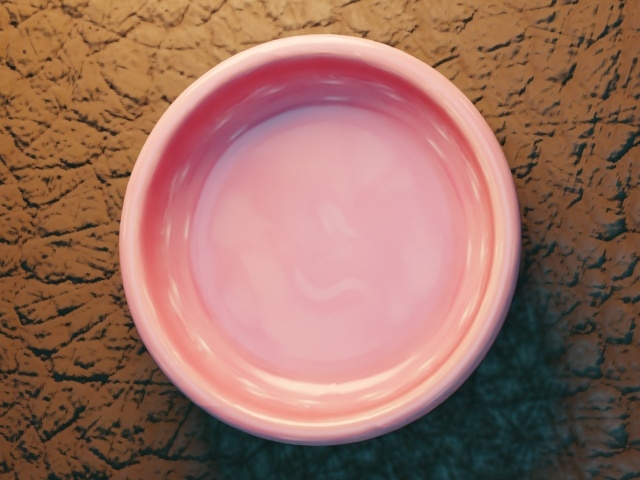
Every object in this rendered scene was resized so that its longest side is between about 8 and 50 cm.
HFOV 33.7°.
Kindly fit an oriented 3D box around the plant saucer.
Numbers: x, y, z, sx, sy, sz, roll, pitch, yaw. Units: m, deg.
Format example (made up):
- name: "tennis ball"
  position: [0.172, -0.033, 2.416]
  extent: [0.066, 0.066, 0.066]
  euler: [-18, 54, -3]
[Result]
- name: "plant saucer"
  position: [0.000, 0.000, 0.881]
  extent: [0.332, 0.084, 0.332]
  euler: [-1, 86, 11]
